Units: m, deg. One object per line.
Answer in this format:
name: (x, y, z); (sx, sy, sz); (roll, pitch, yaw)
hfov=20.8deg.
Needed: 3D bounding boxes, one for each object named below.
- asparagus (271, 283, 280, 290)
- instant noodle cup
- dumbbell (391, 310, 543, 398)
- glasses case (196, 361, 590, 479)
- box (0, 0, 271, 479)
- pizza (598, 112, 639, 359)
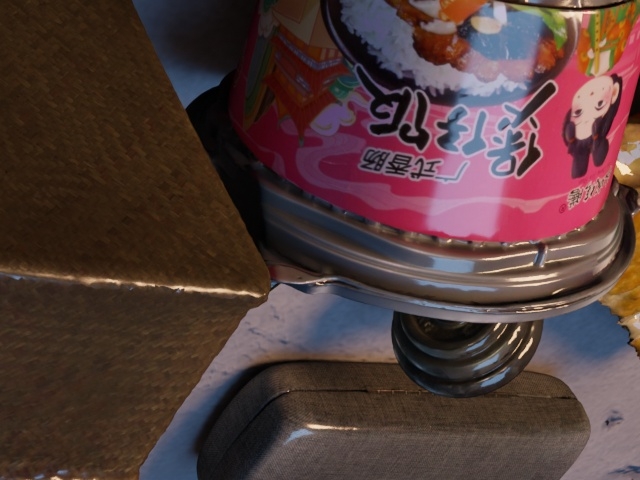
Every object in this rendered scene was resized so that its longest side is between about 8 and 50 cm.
asparagus: (0.000, 0.000, 1.166); (0.127, 0.015, 0.018); (-39, 144, 15)
instant noodle cup: (0.064, -0.101, 0.920); (0.302, 0.258, 0.182); (-35, 145, -54)
dumbbell: (0.075, 0.018, 1.151); (0.110, 0.110, 0.254); (-30, 145, 3)
glasses case: (0.064, 0.159, 1.351); (0.323, 0.074, 0.131); (5, 131, -37)
box: (-0.169, -0.030, 0.802); (0.184, 0.273, 0.143); (5, 133, -37)
pizza: (0.287, -0.046, 1.204); (0.406, 0.130, 0.440); (6, 143, -37)
